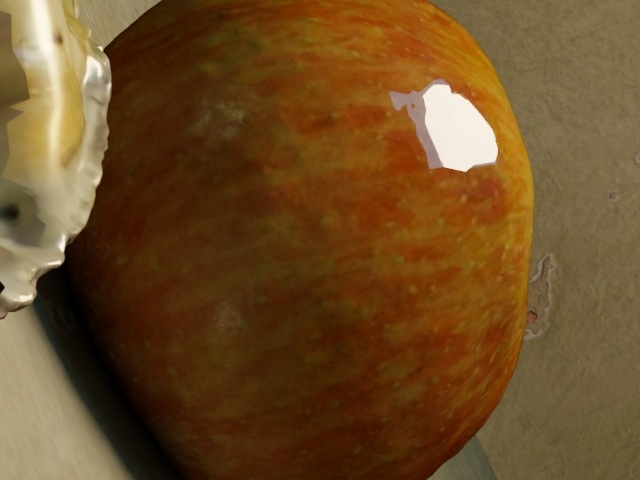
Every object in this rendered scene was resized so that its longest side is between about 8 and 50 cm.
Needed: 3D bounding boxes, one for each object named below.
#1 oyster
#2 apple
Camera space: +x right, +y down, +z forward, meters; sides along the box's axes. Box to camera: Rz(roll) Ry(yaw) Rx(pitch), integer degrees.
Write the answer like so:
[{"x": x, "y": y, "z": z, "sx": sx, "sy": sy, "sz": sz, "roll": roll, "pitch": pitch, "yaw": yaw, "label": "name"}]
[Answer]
[{"x": -0.159, "y": -0.075, "z": 0.754, "sx": 0.271, "sy": 0.100, "sz": 0.275, "roll": 48, "pitch": 29, "yaw": -60, "label": "oyster"}, {"x": 0.000, "y": 0.000, "z": 1.071, "sx": 0.309, "sy": 0.250, "sz": 0.277, "roll": 58, "pitch": 8, "yaw": -61, "label": "apple"}]
